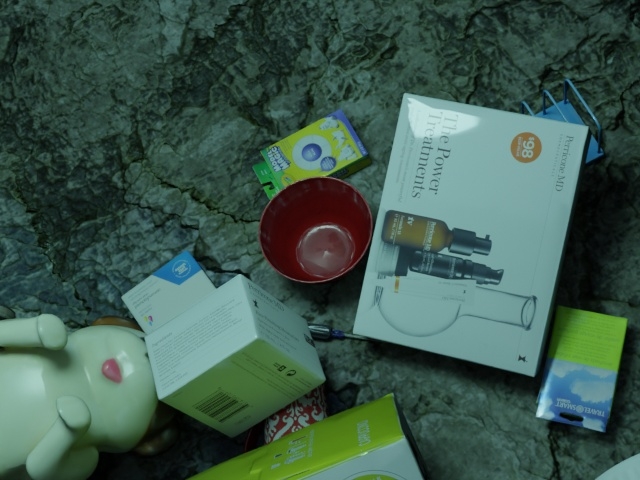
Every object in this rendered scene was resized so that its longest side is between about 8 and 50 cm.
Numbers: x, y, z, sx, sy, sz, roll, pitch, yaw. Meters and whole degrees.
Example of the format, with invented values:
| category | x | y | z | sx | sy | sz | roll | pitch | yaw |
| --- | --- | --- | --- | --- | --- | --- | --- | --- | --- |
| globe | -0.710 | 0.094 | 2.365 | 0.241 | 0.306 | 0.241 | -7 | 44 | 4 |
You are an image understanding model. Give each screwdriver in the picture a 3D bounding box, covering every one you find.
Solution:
| category | x | y | z | sx | sy | sz | roll | pitch | yaw |
| --- | --- | --- | --- | --- | --- | --- | --- | --- | --- |
| screwdriver | 0.050 | 0.152 | 1.922 | 0.170 | 0.025 | 0.024 | 10 | 69 | 5 |

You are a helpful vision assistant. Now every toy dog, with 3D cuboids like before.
| category | x | y | z | sx | sy | sz | roll | pitch | yaw |
| --- | --- | --- | --- | --- | --- | --- | --- | --- | --- |
| toy dog | -0.401 | 0.265 | 1.789 | 0.408 | 0.395 | 0.284 | -19 | 60 | -16 |

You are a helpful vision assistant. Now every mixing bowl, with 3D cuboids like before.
| category | x | y | z | sx | sy | sz | roll | pitch | yaw |
| --- | --- | --- | --- | --- | --- | --- | --- | --- | --- |
| mixing bowl | 0.000 | 0.000 | 1.946 | 0.181 | 0.098 | 0.181 | -4 | 66 | 10 |

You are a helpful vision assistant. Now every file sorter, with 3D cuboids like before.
| category | x | y | z | sx | sy | sz | roll | pitch | yaw |
| --- | --- | --- | --- | --- | --- | --- | --- | --- | --- |
| file sorter | 0.348 | -0.162 | 1.942 | 0.170 | 0.104 | 0.118 | -28 | 66 | -1 |

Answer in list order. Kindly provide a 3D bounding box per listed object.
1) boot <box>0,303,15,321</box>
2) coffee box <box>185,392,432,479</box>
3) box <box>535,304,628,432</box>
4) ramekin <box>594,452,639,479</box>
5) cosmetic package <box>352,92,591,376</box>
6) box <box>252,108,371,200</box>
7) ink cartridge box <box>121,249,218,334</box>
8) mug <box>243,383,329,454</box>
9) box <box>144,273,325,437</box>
| category | x | y | z | sx | sy | sz | roll | pitch | yaw |
| --- | --- | --- | --- | --- | --- | --- | --- | --- | --- |
| boot | -0.659 | 0.256 | 1.948 | 0.377 | 0.138 | 0.284 | -12 | 65 | 10 |
| coffee box | 0.012 | 0.430 | 1.581 | 0.338 | 0.337 | 0.334 | -23 | 91 | 2 |
| box | 0.389 | 0.193 | 1.820 | 0.109 | 0.042 | 0.178 | 10 | 70 | 16 |
| ramekin | 0.461 | 0.374 | 1.620 | 0.273 | 0.273 | 0.127 | -21 | 53 | 2 |
| cosmetic package | 0.229 | -0.011 | 1.843 | 0.284 | 0.097 | 0.377 | 12 | 91 | 14 |
| box | -0.019 | -0.133 | 2.037 | 0.179 | 0.043 | 0.105 | -30 | 65 | 0 |
| ink cartridge box | -0.194 | 0.147 | 1.935 | 0.134 | 0.078 | 0.231 | -37 | 66 | -5 |
| mug | -0.053 | 0.279 | 1.837 | 0.150 | 0.113 | 0.169 | -9 | 63 | 6 |
| box | -0.123 | 0.170 | 1.764 | 0.182 | 0.181 | 0.119 | -33 | 50 | 16 |
